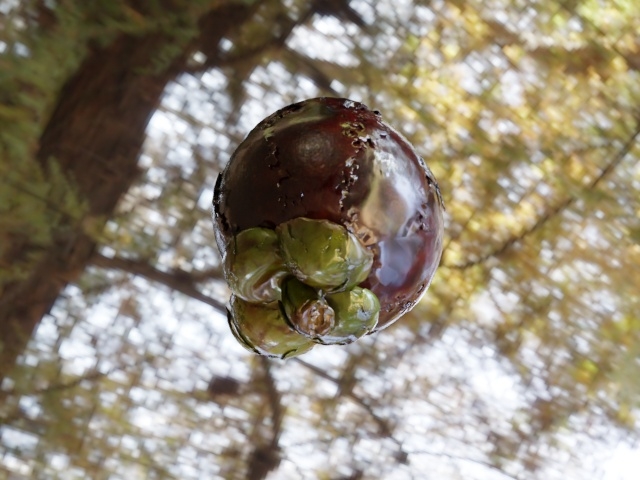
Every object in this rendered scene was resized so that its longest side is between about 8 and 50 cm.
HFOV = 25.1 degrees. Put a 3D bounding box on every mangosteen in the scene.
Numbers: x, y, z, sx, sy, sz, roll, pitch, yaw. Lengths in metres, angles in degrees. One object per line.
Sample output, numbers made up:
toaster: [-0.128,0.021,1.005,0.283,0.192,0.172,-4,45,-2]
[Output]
mangosteen: [0.000,0.000,0.953,0.166,0.166,0.180,-23,-154,31]
